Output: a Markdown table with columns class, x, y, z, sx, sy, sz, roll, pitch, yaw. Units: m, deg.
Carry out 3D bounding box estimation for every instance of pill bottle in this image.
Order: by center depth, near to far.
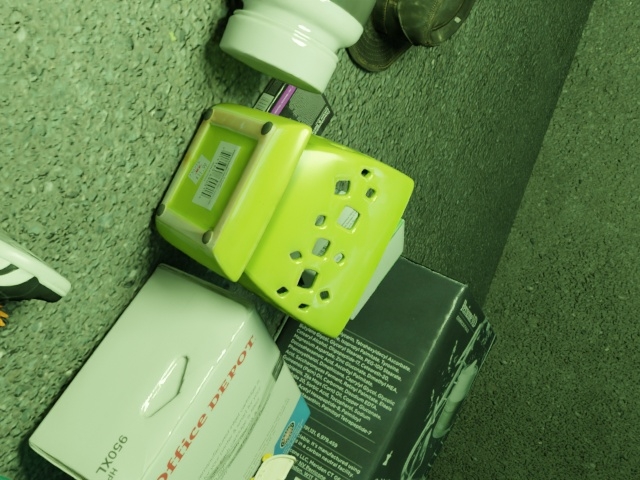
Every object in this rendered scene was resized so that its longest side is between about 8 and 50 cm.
| class | x | y | z | sx | sy | sz | roll | pitch | yaw |
| --- | --- | --- | --- | --- | --- | --- | --- | --- | --- |
| pill bottle | 0.000 | -0.329 | 0.889 | 0.161 | 0.161 | 0.283 | 15 | 100 | -65 |

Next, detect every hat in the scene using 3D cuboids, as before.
| class | x | y | z | sx | sy | sz | roll | pitch | yaw |
| --- | --- | --- | --- | --- | --- | --- | --- | --- | --- |
| hat | 0.176 | -0.410 | 1.191 | 0.331 | 0.133 | 0.331 | -43 | 147 | -37 |

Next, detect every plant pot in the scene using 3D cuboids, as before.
| class | x | y | z | sx | sy | sz | roll | pitch | yaw |
| --- | --- | --- | --- | --- | --- | --- | --- | --- | --- |
| plant pot | -0.060 | -0.041 | 0.948 | 0.207 | 0.227 | 0.228 | 28 | 89 | -40 |

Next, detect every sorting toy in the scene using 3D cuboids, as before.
| class | x | y | z | sx | sy | sz | roll | pitch | yaw |
| --- | --- | --- | --- | --- | --- | --- | --- | --- | --- |
| sorting toy | -0.074 | 0.361 | 1.128 | 0.083 | 0.044 | 0.075 | -57 | 162 | -28 |

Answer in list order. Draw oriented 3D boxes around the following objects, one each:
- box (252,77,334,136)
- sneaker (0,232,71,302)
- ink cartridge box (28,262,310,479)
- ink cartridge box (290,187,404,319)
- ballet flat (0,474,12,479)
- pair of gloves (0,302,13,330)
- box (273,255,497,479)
| class | x | y | z | sx | sy | sz | roll | pitch | yaw |
| --- | --- | --- | --- | --- | --- | --- | --- | --- | --- |
| box | -0.039 | -0.183 | 1.108 | 0.116 | 0.029 | 0.162 | -58 | 153 | -11 |
| sneaker | -0.339 | 0.040 | 0.692 | 0.121 | 0.079 | 0.217 | -57 | 146 | -8 |
| ink cartridge box | -0.181 | 0.262 | 1.071 | 0.286 | 0.166 | 0.395 | -58 | 155 | -24 |
| ink cartridge box | 0.000 | 0.000 | 1.145 | 0.153 | 0.208 | 0.087 | -51 | 155 | -25 |
| ballet flat | -0.354 | 0.369 | 0.956 | 0.096 | 0.095 | 0.280 | -49 | 142 | -9 |
| pair of gloves | -0.330 | 0.055 | 0.787 | 0.083 | 0.010 | 0.074 | -58 | 154 | -16 |
| box | 0.102 | 0.294 | 1.525 | 0.472 | 0.297 | 0.480 | -63 | 155 | -7 |
